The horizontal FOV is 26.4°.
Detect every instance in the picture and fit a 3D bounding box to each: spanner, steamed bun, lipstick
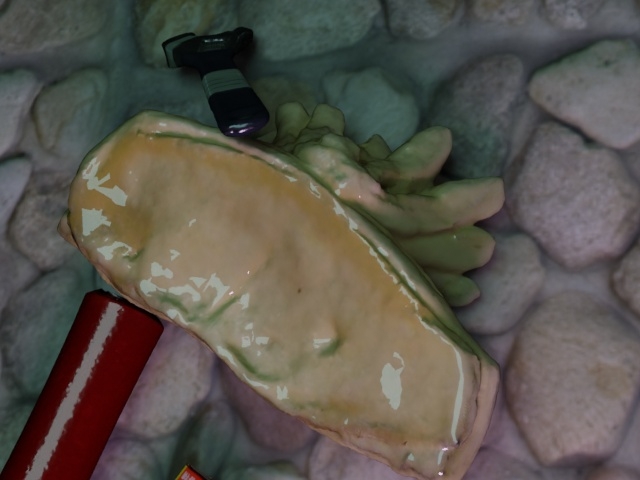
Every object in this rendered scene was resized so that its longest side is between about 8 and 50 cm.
[{"bbox_3d":[-0.081,-0.143,1.184,0.087,0.024,0.316,-16,23,-7],"label":"spanner"},{"bbox_3d":[0.000,0.000,1.140,0.428,0.189,0.247,28,103,25],"label":"steamed bun"},{"bbox_3d":[-0.218,0.162,1.180,0.080,0.080,0.241,18,75,23],"label":"lipstick"}]

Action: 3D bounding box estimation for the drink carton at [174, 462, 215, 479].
[{"bbox_3d":[-0.127,0.274,1.121,0.071,0.056,0.165,33,82,34],"label":"drink carton"}]
